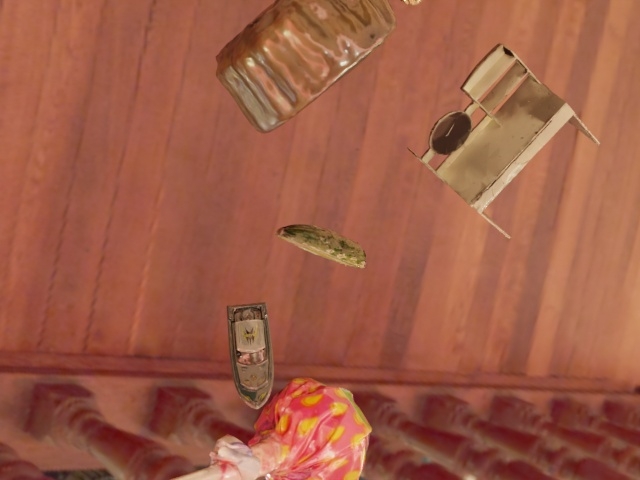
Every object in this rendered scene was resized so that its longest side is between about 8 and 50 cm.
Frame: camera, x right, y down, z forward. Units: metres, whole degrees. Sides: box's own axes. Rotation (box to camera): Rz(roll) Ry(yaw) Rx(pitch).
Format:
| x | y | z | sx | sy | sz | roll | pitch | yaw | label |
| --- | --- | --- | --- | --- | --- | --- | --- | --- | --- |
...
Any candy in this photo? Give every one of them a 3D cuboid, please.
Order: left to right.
| x | y | z | sx | sy | sz | roll | pitch | yaw | label |
| --- | --- | --- | --- | --- | --- | --- | --- | --- | --- |
| -0.087 | 0.211 | 0.997 | 0.365 | 0.124 | 0.124 | -5 | 105 | -50 | candy |

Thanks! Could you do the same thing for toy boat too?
| x | y | z | sx | sy | sz | roll | pitch | yaw | label |
| --- | --- | --- | --- | --- | --- | --- | --- | --- | --- |
| -0.089 | 0.149 | 1.386 | 0.055 | 0.060 | 0.141 | -5 | 67 | -6 | toy boat |

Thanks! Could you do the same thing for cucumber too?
| x | y | z | sx | sy | sz | roll | pitch | yaw | label |
| --- | --- | --- | --- | --- | --- | --- | --- | --- | --- |
| 0.000 | 0.000 | 1.304 | 0.107 | 0.067 | 0.035 | 22 | 88 | -23 | cucumber |

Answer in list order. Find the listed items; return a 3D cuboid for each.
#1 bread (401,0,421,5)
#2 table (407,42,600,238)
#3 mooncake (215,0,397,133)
| x | y | z | sx | sy | sz | roll | pitch | yaw | label |
| --- | --- | --- | --- | --- | --- | --- | --- | --- | --- |
| 0.113 | -0.374 | 1.537 | 0.036 | 0.083 | 0.047 | -37 | 145 | 14 | bread |
| 0.198 | -0.101 | 1.146 | 0.146 | 0.062 | 0.175 | -48 | 139 | 8 | table |
| -0.027 | -0.309 | 1.682 | 0.161 | 0.290 | 0.290 | 49 | 65 | -9 | mooncake |
